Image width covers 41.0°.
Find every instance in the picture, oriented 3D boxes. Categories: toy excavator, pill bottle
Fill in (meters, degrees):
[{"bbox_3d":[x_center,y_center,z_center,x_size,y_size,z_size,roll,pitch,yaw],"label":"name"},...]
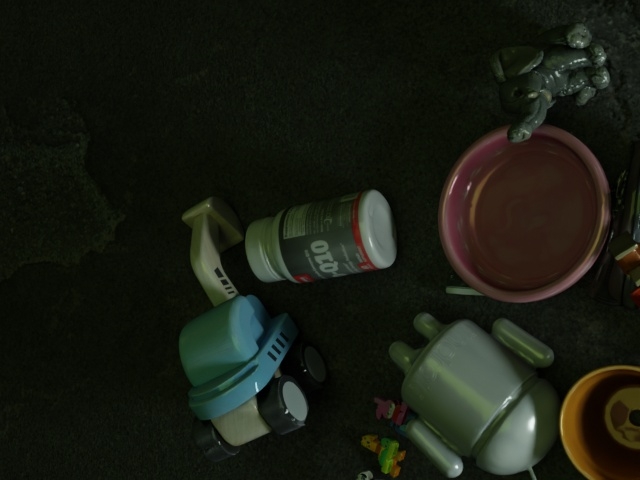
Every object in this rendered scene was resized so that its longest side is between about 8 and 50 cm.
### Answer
[{"bbox_3d":[-0.186,0.158,1.782,0.222,0.433,0.445,-26,103,23],"label":"toy excavator"},{"bbox_3d":[0.000,0.000,1.754,0.283,0.161,0.161,-12,81,26],"label":"pill bottle"}]

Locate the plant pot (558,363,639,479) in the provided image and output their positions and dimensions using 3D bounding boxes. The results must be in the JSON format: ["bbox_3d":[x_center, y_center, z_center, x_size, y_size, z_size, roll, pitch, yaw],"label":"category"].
[{"bbox_3d":[0.525,0.306,1.445,0.205,0.188,0.205,-2,86,27],"label":"plant pot"}]

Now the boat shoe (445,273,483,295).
[{"bbox_3d":[0.309,0.086,1.652,0.142,0.049,0.040,1,86,29],"label":"boat shoe"}]

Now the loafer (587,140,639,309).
[{"bbox_3d":[0.534,-0.031,1.518,0.095,0.109,0.303,6,92,32],"label":"loafer"}]

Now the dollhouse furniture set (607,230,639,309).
[{"bbox_3d":[0.646,0.047,1.421,0.259,0.135,0.262,-37,98,17],"label":"dollhouse furniture set"}]

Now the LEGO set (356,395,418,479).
[{"bbox_3d":[0.120,0.401,1.706,0.093,0.087,0.227,23,103,30],"label":"LEGO set"}]

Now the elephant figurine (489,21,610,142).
[{"bbox_3d":[0.383,-0.287,1.550,0.239,0.186,0.169,-30,89,-6],"label":"elephant figurine"}]

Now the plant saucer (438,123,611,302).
[{"bbox_3d":[0.380,-0.049,1.583,0.332,0.084,0.332,-6,80,37],"label":"plant saucer"}]

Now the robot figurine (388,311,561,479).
[{"bbox_3d":[0.289,0.284,1.560,0.353,0.200,0.300,38,86,24],"label":"robot figurine"}]
